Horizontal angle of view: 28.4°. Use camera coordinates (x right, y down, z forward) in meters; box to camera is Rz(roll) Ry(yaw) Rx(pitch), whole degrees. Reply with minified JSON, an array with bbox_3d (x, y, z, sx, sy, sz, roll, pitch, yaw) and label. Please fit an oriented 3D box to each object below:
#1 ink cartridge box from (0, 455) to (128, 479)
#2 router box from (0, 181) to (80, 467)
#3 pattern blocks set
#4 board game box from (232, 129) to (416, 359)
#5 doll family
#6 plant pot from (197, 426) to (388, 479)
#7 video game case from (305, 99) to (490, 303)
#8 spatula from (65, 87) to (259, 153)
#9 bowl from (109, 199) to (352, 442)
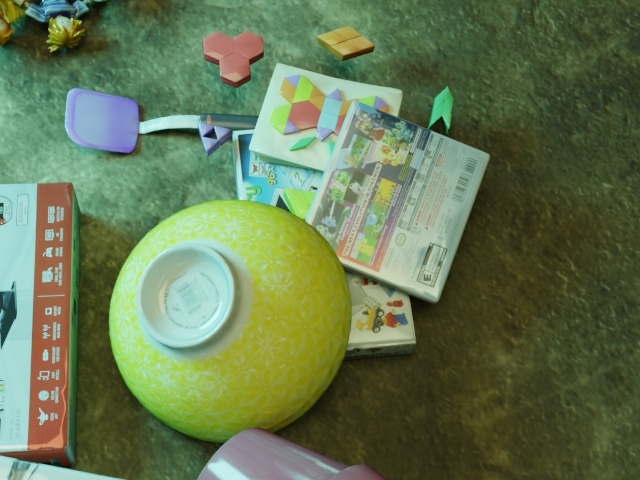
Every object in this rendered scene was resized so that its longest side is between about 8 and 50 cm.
[{"bbox_3d":[-0.326,0.306,1.320,0.289,0.211,0.121,11,65,2],"label":"ink cartridge box"},{"bbox_3d":[-0.437,0.102,1.476,0.301,0.082,0.335,-3,66,-4],"label":"router box"},{"bbox_3d":[0.009,-0.149,1.587,0.325,0.026,0.285,1,65,-5],"label":"pattern blocks set"},{"bbox_3d":[0.000,0.000,1.563,0.193,0.053,0.305,-4,66,-6],"label":"board game box"},{"bbox_3d":[-0.386,-0.326,1.672,0.263,0.118,0.163,-9,59,-27],"label":"doll family"},{"bbox_3d":[-0.035,0.303,1.360,0.180,0.201,0.201,32,67,28],"label":"plant pot"},{"bbox_3d":[0.089,-0.047,1.527,0.183,0.023,0.201,22,76,-2],"label":"video game case"},{"bbox_3d":[-0.179,-0.149,1.632,0.296,0.030,0.084,2,67,-3],"label":"spatula"},{"bbox_3d":[-0.123,0.075,1.417,0.289,0.156,0.289,-4,74,16],"label":"bowl"}]
